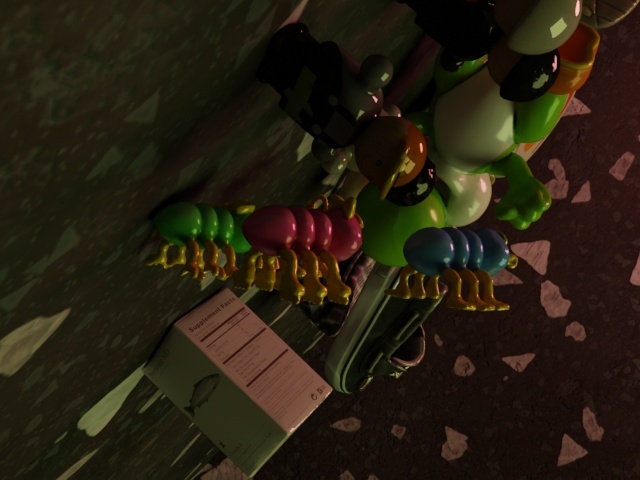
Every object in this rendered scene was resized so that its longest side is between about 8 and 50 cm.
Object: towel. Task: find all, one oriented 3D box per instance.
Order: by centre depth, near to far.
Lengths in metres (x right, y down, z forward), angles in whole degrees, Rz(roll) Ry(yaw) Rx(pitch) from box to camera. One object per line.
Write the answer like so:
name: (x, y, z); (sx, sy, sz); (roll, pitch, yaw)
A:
towel: (0.051, 0.035, 1.374); (0.235, 0.121, 0.283); (-47, 172, -6)

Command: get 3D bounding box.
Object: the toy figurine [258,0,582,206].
toy figurine: (0.078, -0.127, 0.641); (0.209, 0.148, 0.213); (-47, 172, 1)

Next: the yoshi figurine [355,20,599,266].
yoshi figurine: (0.139, -0.090, 0.944); (0.203, 0.203, 0.362); (1, 141, -18)

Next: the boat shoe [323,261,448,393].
boat shoe: (0.093, 0.149, 1.260); (0.121, 0.119, 0.335); (-49, 165, -33)

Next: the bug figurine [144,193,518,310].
bug figurine: (0.000, 0.000, 0.652); (0.216, 0.279, 0.072); (2, 94, -38)

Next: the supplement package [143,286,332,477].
supplement package: (-0.098, 0.164, 1.011); (0.105, 0.179, 0.105); (-38, 167, -51)

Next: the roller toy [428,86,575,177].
roller toy: (0.242, -0.195, 1.170); (0.209, 0.146, 0.191); (-59, 160, 21)

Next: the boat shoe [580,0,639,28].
boat shoe: (0.580, -0.519, 1.528); (0.355, 0.132, 0.130); (-40, -177, 8)

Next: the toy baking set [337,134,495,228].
toy baking set: (0.118, -0.055, 1.149); (0.256, 0.197, 0.030); (121, -27, -49)
